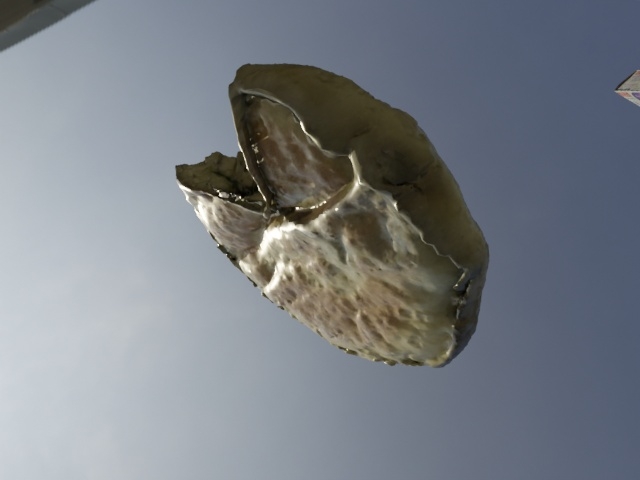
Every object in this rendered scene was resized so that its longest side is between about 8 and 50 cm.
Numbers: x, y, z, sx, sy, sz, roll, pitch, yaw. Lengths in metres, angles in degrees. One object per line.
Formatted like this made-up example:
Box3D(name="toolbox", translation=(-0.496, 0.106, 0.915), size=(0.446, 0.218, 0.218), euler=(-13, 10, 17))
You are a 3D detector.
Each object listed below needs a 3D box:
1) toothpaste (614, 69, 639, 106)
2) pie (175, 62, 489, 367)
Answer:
Box3D(name="toothpaste", translation=(0.410, -0.177, 0.545), size=(0.047, 0.196, 0.040), euler=(31, -70, -1))
Box3D(name="pie", translation=(0.000, 0.000, 0.449), size=(0.338, 0.337, 0.075), euler=(34, -122, 13))
